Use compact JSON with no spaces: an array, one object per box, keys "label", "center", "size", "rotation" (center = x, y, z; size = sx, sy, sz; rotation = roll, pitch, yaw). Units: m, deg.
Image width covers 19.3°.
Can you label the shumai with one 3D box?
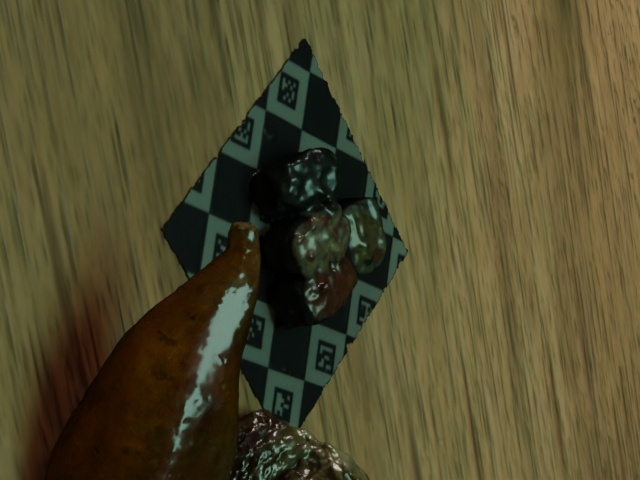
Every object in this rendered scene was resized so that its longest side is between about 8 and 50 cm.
[{"label":"shumai","center":[-0.024,0.188,1.347],"size":[0.123,0.105,0.139],"rotation":[-33,90,-47]}]

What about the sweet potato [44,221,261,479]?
[{"label":"sweet potato","center":[-0.117,0.152,1.195],"size":[0.112,0.112,0.359],"rotation":[25,86,-52]}]

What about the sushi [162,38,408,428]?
[{"label":"sushi","center":[0.000,0.000,1.416],"size":[0.231,0.047,0.219],"rotation":[-56,132,-39]}]
